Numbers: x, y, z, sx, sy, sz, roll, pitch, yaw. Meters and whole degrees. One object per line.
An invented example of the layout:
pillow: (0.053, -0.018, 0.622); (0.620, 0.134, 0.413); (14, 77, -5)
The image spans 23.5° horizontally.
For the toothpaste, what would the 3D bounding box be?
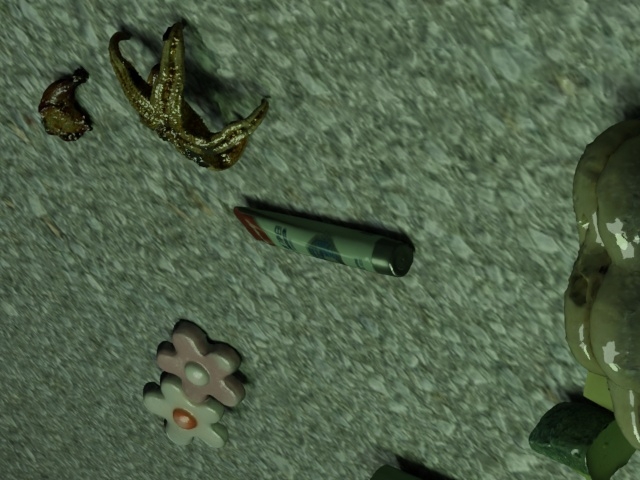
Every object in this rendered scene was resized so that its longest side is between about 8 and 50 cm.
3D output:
toothpaste: (0.000, 0.000, 1.642); (0.239, 0.039, 0.062); (14, 151, 44)

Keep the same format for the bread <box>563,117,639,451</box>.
bread: (0.289, 0.069, 1.236); (0.102, 0.183, 0.337); (12, 143, 55)

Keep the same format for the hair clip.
hair clip: (-0.172, 0.205, 2.147); (0.146, 0.075, 0.257); (38, 149, 11)

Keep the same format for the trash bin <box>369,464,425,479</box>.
trash bin: (0.206, 0.437, 1.938); (0.343, 0.158, 0.223); (25, 154, 36)

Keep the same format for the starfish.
starfish: (-0.146, -0.150, 1.556); (0.190, 0.074, 0.146); (38, 159, 6)

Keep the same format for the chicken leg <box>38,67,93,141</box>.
chicken leg: (-0.292, -0.154, 1.767); (0.062, 0.037, 0.145); (12, 151, 2)

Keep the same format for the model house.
model house: (0.269, 0.203, 1.583); (0.083, 0.079, 0.066); (16, 139, 48)

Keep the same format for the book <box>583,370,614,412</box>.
book: (0.298, 0.139, 1.510); (0.077, 0.014, 0.111); (29, 151, 21)
